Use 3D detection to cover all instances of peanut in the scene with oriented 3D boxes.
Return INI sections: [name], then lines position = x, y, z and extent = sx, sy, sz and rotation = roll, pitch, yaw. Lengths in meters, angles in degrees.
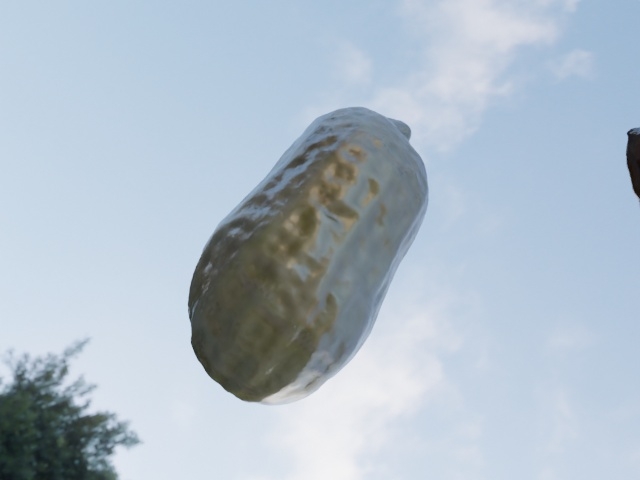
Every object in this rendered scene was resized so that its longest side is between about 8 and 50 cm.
[peanut]
position = 0.002, -0.002, 0.856
extent = 0.158, 0.340, 0.174
rotation = 29, -31, 11

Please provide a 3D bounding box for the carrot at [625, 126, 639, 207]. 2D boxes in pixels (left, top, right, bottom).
[carrot]
position = 0.209, 0.101, 0.402
extent = 0.069, 0.069, 0.336
rotation = -24, -85, 38
